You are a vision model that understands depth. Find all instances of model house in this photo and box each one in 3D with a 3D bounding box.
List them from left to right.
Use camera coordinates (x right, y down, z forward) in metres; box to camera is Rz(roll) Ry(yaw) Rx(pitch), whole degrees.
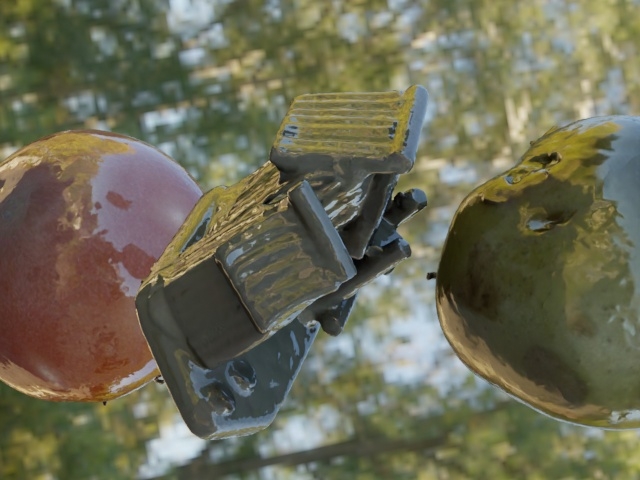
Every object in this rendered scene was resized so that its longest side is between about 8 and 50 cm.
[{"bbox_3d":[-0.008,-0.002,1.087,0.188,0.122,0.229,-43,-171,36],"label":"model house"}]

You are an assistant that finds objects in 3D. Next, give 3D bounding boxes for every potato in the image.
[{"bbox_3d":[0.237,0.025,1.173,0.218,0.351,0.202,176,-82,-65],"label":"potato"}]

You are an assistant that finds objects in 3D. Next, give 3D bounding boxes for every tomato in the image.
[{"bbox_3d":[-0.215,0.023,1.611,0.224,0.256,0.256,44,11,-35],"label":"tomato"}]
